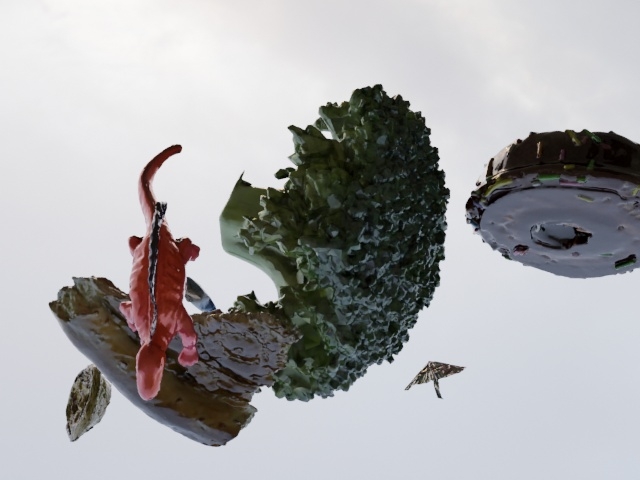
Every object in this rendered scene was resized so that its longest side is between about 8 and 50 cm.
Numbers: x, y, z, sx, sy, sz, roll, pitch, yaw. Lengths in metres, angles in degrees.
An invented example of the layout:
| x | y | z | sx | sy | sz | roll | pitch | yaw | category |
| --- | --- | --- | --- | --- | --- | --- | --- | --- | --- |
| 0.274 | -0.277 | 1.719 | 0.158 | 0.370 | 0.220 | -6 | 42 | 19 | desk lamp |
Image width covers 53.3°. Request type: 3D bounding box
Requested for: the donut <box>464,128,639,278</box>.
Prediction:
| x | y | z | sx | sy | sz | roll | pitch | yaw | category |
| --- | --- | --- | --- | --- | --- | --- | --- | --- | --- |
| 0.276 | -0.040 | 0.706 | 0.235 | 0.235 | 0.089 | 17 | -113 | -6 | donut |

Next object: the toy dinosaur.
| x | y | z | sx | sy | sz | roll | pitch | yaw | category |
| --- | --- | --- | --- | --- | --- | --- | --- | --- | --- |
| -0.148 | -0.004 | 0.576 | 0.070 | 0.139 | 0.286 | -1 | -116 | -6 | toy dinosaur |

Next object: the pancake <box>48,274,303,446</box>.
| x | y | z | sx | sy | sz | roll | pitch | yaw | category |
| --- | --- | --- | --- | --- | --- | --- | --- | --- | --- |
| -0.140 | 0.123 | 0.691 | 0.266 | 0.244 | 0.057 | 53 | -150 | -25 | pancake |

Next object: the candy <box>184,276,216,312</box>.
| x | y | z | sx | sy | sz | roll | pitch | yaw | category |
| --- | --- | --- | --- | --- | --- | --- | --- | --- | --- |
| -0.264 | 0.115 | 1.334 | 0.088 | 0.038 | 0.136 | 53 | -175 | 30 | candy |

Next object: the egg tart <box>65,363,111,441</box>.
| x | y | z | sx | sy | sz | roll | pitch | yaw | category |
| --- | --- | --- | --- | --- | --- | --- | --- | --- | --- |
| -0.372 | 0.264 | 1.031 | 0.049 | 0.129 | 0.129 | 21 | -152 | -31 | egg tart |

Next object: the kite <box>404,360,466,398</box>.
| x | y | z | sx | sy | sz | roll | pitch | yaw | category |
| --- | --- | --- | --- | --- | --- | --- | --- | --- | --- |
| 0.239 | 0.287 | 1.325 | 0.139 | 0.011 | 0.157 | -22 | -163 | 9 | kite |

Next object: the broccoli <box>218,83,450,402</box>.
| x | y | z | sx | sy | sz | roll | pitch | yaw | category |
| --- | --- | --- | --- | --- | --- | --- | --- | --- | --- |
| 0.015 | 0.019 | 0.782 | 0.277 | 0.317 | 0.339 | -41 | -72 | -50 | broccoli |
